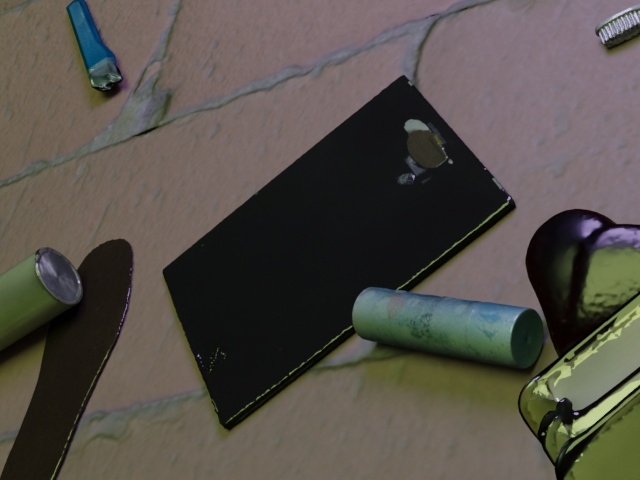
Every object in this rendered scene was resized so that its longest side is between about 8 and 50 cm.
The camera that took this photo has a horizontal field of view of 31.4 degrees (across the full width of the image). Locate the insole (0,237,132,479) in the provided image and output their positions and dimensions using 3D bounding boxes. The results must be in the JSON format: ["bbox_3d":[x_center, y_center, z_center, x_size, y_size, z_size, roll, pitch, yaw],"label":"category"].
[{"bbox_3d":[-0.260,0.131,1.179,0.111,0.007,0.327,-11,50,34],"label":"insole"}]

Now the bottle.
[{"bbox_3d":[-0.357,0.085,1.242,0.202,0.072,0.072,-30,42,20],"label":"bottle"}]

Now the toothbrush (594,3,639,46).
[{"bbox_3d":[0.369,-0.241,0.972,0.287,0.020,0.025,-27,51,20],"label":"toothbrush"}]

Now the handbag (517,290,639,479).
[{"bbox_3d":[0.313,0.074,0.588,0.358,0.236,0.160,-41,6,4],"label":"handbag"}]

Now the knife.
[{"bbox_3d":[-0.311,-0.271,1.556,0.044,0.026,0.296,-36,38,5],"label":"knife"}]

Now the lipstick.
[{"bbox_3d":[0.098,0.068,0.907,0.158,0.048,0.048,6,60,43],"label":"lipstick"}]

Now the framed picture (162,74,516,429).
[{"bbox_3d":[0.000,0.000,1.075,0.324,0.013,0.244,-38,41,6],"label":"framed picture"}]

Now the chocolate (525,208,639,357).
[{"bbox_3d":[0.199,0.031,0.831,0.149,0.080,0.125,26,74,47],"label":"chocolate"}]
